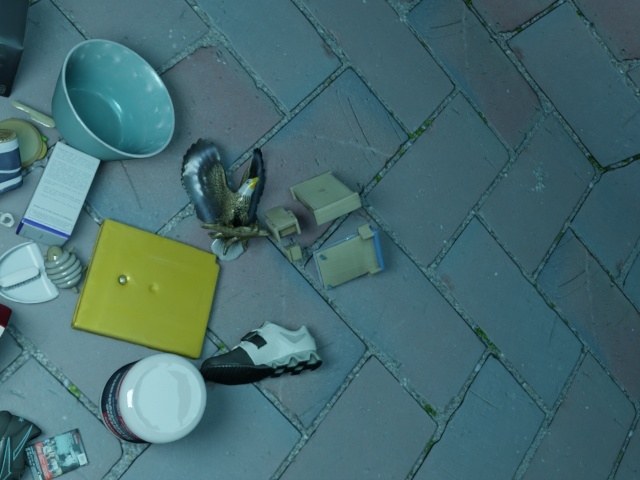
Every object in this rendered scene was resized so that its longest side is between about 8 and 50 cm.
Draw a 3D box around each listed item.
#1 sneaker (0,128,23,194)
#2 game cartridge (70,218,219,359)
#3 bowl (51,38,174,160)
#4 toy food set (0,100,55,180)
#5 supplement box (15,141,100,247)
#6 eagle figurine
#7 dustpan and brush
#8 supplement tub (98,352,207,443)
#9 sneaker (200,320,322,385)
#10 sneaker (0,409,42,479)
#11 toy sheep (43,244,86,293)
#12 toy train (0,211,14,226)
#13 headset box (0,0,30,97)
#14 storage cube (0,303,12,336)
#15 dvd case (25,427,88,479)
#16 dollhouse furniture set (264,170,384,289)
[{"bbox_3d":[-0.817,-0.170,1.581,0.282,0.153,0.099,0,33,0],"label":"sneaker"},{"bbox_3d":[-0.430,0.126,1.762,0.324,0.053,0.285,21,66,-27],"label":"game cartridge"},{"bbox_3d":[-0.536,-0.322,1.730,0.312,0.163,0.311,26,54,-42],"label":"bowl"},{"bbox_3d":[-0.737,-0.231,1.693,0.132,0.038,0.192,28,74,-15],"label":"toy food set"},{"bbox_3d":[-0.628,-0.106,1.671,0.114,0.111,0.220,23,66,-24],"label":"supplement box"},{"bbox_3d":[-0.235,-0.117,1.890,0.226,0.225,0.298,58,8,-51],"label":"eagle figurine"},{"bbox_3d":[-0.717,0.095,1.589,0.211,0.060,0.147,-24,89,-33],"label":"dustpan and brush"},{"bbox_3d":[-0.387,0.362,1.579,0.191,0.272,0.191,9,71,-28],"label":"supplement tub"},{"bbox_3d":[-0.167,0.289,1.840,0.331,0.122,0.146,-2,59,-30],"label":"sneaker"},{"bbox_3d":[-0.682,0.498,1.466,0.106,0.101,0.267,26,64,-21],"label":"sneaker"},{"bbox_3d":[-0.604,0.068,1.647,0.091,0.091,0.132,-41,120,-33],"label":"toy sheep"},{"bbox_3d":[-0.788,-0.009,1.590,0.125,0.046,0.166,39,63,-17],"label":"toy train"},{"bbox_3d":[-0.806,-0.462,1.568,0.246,0.283,0.131,9,72,-28],"label":"headset box"},{"bbox_3d":[-0.765,0.201,1.419,0.184,0.193,0.215,32,83,-20],"label":"storage cube"},{"bbox_3d":[-0.596,0.486,1.574,0.120,0.013,0.087,-17,85,-32],"label":"dvd case"},{"bbox_3d":[0.000,0.000,2.041,0.287,0.198,0.303,-24,121,-12],"label":"dollhouse furniture set"}]
